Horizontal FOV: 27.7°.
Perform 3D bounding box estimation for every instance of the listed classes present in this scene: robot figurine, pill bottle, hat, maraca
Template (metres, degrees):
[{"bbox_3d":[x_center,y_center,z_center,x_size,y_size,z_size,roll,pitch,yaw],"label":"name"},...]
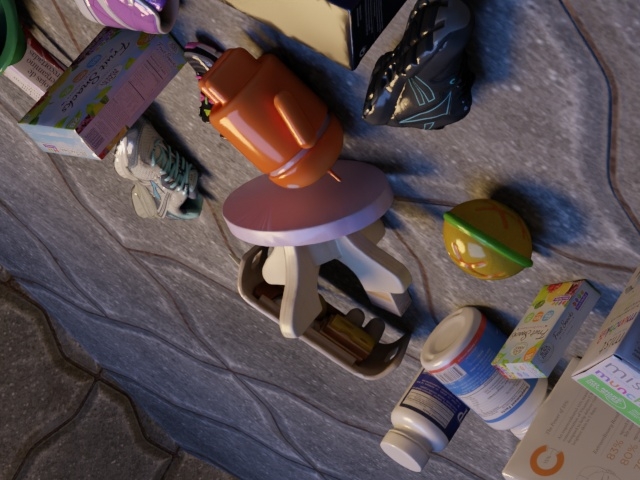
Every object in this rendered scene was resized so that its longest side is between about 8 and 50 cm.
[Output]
[{"bbox_3d":[-0.058,-0.156,1.711,0.219,0.128,0.158,43,134,-18],"label":"robot figurine"},{"bbox_3d":[0.187,0.298,2.231,0.112,0.187,0.112,31,160,13],"label":"pill bottle"},{"bbox_3d":[-0.502,-0.335,2.144,0.173,0.209,0.183,-10,179,31],"label":"hat"},{"bbox_3d":[0.271,0.214,2.005,0.221,0.124,0.124,42,159,-16],"label":"pill bottle"},{"bbox_3d":[0.218,0.000,1.667,0.127,0.099,0.185,36,-174,17],"label":"maraca"}]

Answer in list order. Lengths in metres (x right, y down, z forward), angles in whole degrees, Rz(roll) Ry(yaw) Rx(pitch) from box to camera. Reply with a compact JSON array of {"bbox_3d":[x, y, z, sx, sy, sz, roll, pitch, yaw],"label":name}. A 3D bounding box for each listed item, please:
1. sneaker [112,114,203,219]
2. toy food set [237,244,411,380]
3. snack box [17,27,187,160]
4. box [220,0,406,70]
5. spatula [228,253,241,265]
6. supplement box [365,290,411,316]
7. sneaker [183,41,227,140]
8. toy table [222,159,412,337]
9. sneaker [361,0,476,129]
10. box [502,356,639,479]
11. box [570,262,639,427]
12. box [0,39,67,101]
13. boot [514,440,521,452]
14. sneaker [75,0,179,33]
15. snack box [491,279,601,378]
[{"bbox_3d":[-0.262,-0.125,2.190,0.122,0.110,0.283,12,156,13],"label":"sneaker"},{"bbox_3d":[0.011,0.104,2.158,0.306,0.092,0.220,34,-167,2],"label":"toy food set"},{"bbox_3d":[-0.314,-0.216,1.876,0.174,0.207,0.070,12,149,50],"label":"snack box"},{"bbox_3d":[-0.028,-0.309,1.247,0.261,0.184,0.103,30,157,17],"label":"box"},{"bbox_3d":[-0.044,0.107,2.249,0.168,0.019,0.242,27,-167,-49],"label":"spatula"},{"bbox_3d":[0.103,0.074,2.091,0.062,0.036,0.098,23,156,31],"label":"supplement box"},{"bbox_3d":[-0.146,-0.204,1.824,0.063,0.075,0.170,16,152,43],"label":"sneaker"},{"bbox_3d":[0.000,0.000,1.833,0.274,0.252,0.161,13,136,47],"label":"toy table"},{"bbox_3d":[0.128,-0.191,1.423,0.106,0.101,0.267,18,163,-8],"label":"sneaker"},{"bbox_3d":[0.470,0.339,1.826,0.345,0.215,0.168,19,154,40],"label":"box"},{"bbox_3d":[0.443,0.120,1.366,0.262,0.231,0.127,35,160,0],"label":"box"},{"bbox_3d":[-0.541,-0.335,2.188,0.324,0.063,0.067,40,160,-11],"label":"box"},{"bbox_3d":[0.393,0.434,2.228,0.213,0.165,0.077,12,148,46],"label":"boot"},{"bbox_3d":[-0.267,-0.363,1.656,0.161,0.102,0.282,21,166,27],"label":"sneaker"},{"bbox_3d":[0.299,0.119,1.723,0.037,0.141,0.100,42,160,-12],"label":"snack box"}]
